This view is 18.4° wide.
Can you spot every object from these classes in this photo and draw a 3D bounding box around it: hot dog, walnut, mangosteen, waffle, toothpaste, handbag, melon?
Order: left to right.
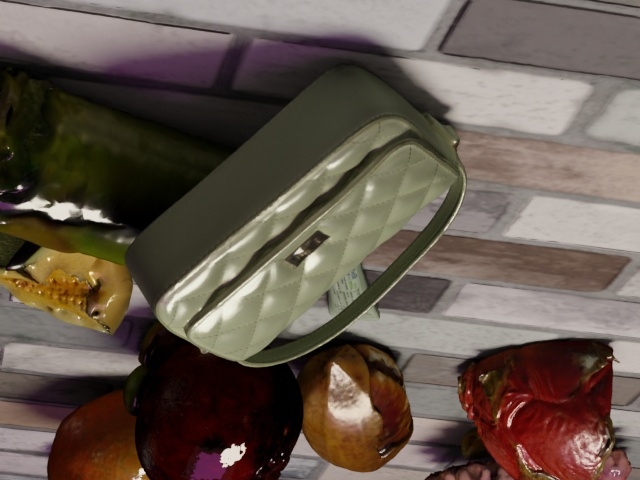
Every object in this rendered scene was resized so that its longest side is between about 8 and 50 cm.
[{"bbox_3d":[-0.238,0.014,1.691,0.128,0.079,0.160,11,165,32],"label":"melon"},{"bbox_3d":[-0.111,0.160,1.901,0.200,0.200,0.200,3,157,1],"label":"mangosteen"},{"bbox_3d":[0.000,0.000,1.473,0.256,0.079,0.219,-41,143,11],"label":"handbag"},{"bbox_3d":[0.023,0.038,1.765,0.048,0.029,0.197,3,160,7],"label":"toothpaste"},{"bbox_3d":[0.032,0.164,1.972,0.115,0.116,0.207,-3,148,14],"label":"walnut"},{"bbox_3d":[0.189,0.218,2.168,0.090,0.030,0.034,-13,151,32],"label":"hot dog"},{"bbox_3d":[0.233,0.266,2.198,0.234,0.055,0.221,-6,170,-10],"label":"waffle"}]

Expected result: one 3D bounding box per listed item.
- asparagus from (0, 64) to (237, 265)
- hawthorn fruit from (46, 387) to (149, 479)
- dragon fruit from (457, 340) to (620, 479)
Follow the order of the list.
[{"bbox_3d":[-0.125,-0.031,1.508,0.382,0.128,0.108,16,-170,-31],"label":"asparagus"},{"bbox_3d":[-0.200,0.243,2.099,0.189,0.189,0.189,3,157,1],"label":"hawthorn fruit"},{"bbox_3d":[0.208,0.168,1.937,0.161,0.120,0.127,5,152,8],"label":"dragon fruit"}]
